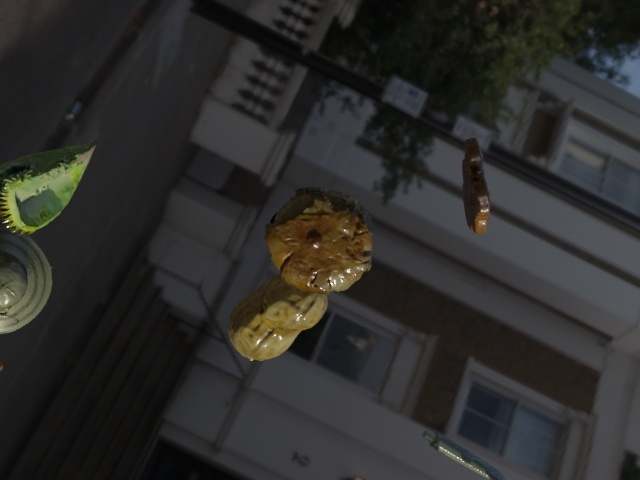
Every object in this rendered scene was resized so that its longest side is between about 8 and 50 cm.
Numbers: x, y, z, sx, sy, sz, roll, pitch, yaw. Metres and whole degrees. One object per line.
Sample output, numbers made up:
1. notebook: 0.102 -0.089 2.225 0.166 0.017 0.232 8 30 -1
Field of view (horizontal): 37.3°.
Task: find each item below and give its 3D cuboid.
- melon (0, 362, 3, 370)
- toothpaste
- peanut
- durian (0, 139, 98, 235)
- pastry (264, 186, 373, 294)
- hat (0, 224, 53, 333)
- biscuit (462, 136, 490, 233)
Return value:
1. melon: -0.637 0.264 1.629 0.182 0.098 0.054 -45 122 -59
2. toothpaste: 0.271 0.407 1.778 0.029 0.197 0.048 -54 -167 15
3. peanut: -0.081 0.144 1.834 0.305 0.147 0.147 -41 -162 44
4. durian: -0.322 -0.066 1.046 0.100 0.086 0.215 -43 -178 26
5. pastry: 0.001 0.001 1.293 0.153 0.153 0.081 -63 -174 9
6. hat: -0.696 0.092 2.061 0.110 0.252 0.252 12 -105 62
7. biscuit: 0.352 -0.110 2.139 0.295 0.044 0.186 67 17 -76
